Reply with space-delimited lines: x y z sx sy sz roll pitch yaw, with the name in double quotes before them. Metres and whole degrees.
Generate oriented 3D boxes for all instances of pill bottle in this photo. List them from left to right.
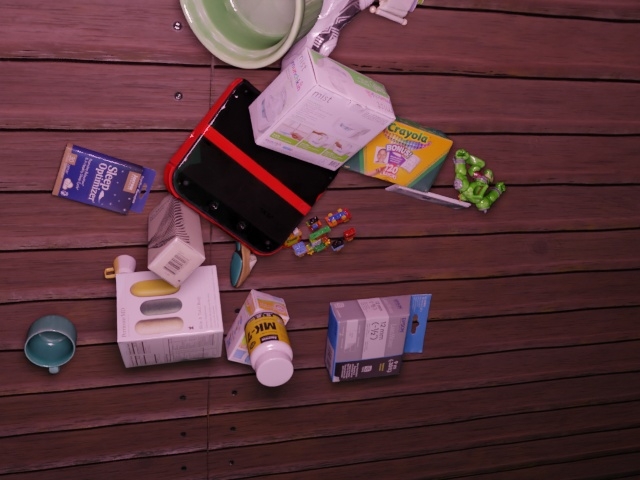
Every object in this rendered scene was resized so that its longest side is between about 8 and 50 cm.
"pill bottle" -0.142 0.298 1.732 0.119 0.208 0.119 -7 121 -11

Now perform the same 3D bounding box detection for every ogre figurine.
"ogre figurine" 0.448 -0.166 1.798 0.197 0.097 0.118 47 60 -40

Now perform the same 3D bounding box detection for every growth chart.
"growth chart" 0.224 -0.626 1.484 0.172 0.021 0.237 3 123 -53

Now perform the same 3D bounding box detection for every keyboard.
"keyboard" 0.316 -0.127 1.823 0.256 0.072 0.014 13 83 -22

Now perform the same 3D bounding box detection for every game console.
"game console" -0.174 -0.174 1.632 0.387 0.060 0.342 38 87 -31

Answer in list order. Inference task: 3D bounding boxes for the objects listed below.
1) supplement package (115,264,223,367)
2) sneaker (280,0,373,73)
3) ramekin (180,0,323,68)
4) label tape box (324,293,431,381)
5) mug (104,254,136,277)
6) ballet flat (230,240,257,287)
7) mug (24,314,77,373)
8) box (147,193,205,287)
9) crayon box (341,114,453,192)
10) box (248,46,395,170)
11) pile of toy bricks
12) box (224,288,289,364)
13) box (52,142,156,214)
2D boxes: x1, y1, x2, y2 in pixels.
"supplement package" -0.408 0.207 1.696 0.263 0.199 0.198 -4 151 -13
"sneaker" -0.019 -0.557 1.435 0.210 0.137 0.366 37 115 -18
"ramekin" -0.139 -0.534 1.322 0.304 0.148 0.303 17 127 23
"label tape box" 0.199 0.314 2.022 0.348 0.115 0.249 -3 121 -12
"mug" -0.542 0.087 1.706 0.078 0.064 0.062 -38 123 8
"ballet flat" -0.209 0.032 1.762 0.073 0.080 0.232 -6 122 -25
"mug" -0.756 0.282 1.742 0.130 0.097 0.157 30 109 -29
"box" -0.366 -0.011 1.570 0.113 0.275 0.094 -44 121 10
"crayon box" 0.201 -0.250 1.704 0.279 0.081 0.165 14 115 -22
"box" 0.004 -0.304 1.504 0.262 0.126 0.231 13 141 -40
"pile of toy bricks" 0.000 0.000 1.796 0.212 0.118 0.105 -25 156 -11
"box" -0.194 0.267 1.887 0.114 0.103 0.203 19 113 -25
"box" -0.545 -0.148 1.583 0.225 0.036 0.136 16 115 -25
